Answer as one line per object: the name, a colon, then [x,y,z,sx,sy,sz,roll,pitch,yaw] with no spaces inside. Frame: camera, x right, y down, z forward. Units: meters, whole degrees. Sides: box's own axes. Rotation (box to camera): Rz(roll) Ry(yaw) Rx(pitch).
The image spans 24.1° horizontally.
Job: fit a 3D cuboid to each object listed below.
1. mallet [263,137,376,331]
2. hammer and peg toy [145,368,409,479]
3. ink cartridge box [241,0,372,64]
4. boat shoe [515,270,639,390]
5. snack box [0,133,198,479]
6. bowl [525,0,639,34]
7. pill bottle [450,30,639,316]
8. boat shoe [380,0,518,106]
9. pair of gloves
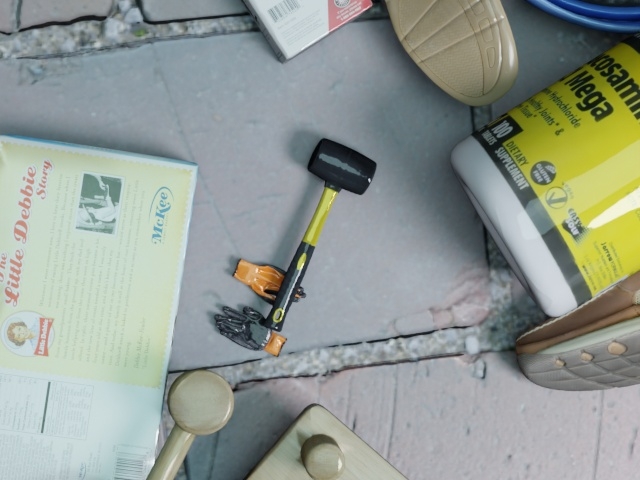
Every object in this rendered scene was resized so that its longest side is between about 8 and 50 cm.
mallet: [0.000,0.000,1.426,0.062,0.039,0.189,17,88,-9]
hammer and peg toy: [-0.039,0.292,1.380,0.361,0.127,0.266,40,88,-5]
ink cartridge box: [-0.030,-0.250,1.414,0.099,0.056,0.135,-33,94,-6]
boat shoe: [0.337,0.049,1.439,0.324,0.123,0.116,-20,59,3]
snack box: [-0.228,0.073,1.391,0.187,0.060,0.322,9,89,-7]
bowl: [0.296,-0.392,1.441,0.391,0.077,0.391,0,91,-7]
pill bottle: [0.302,-0.090,1.366,0.334,0.188,0.188,-32,93,2]
boat shoe: [0.093,-0.255,1.409,0.103,0.092,0.285,-38,91,18]
pair of gloves: [-0.058,0.064,1.435,0.074,0.010,0.083,23,89,-9]
